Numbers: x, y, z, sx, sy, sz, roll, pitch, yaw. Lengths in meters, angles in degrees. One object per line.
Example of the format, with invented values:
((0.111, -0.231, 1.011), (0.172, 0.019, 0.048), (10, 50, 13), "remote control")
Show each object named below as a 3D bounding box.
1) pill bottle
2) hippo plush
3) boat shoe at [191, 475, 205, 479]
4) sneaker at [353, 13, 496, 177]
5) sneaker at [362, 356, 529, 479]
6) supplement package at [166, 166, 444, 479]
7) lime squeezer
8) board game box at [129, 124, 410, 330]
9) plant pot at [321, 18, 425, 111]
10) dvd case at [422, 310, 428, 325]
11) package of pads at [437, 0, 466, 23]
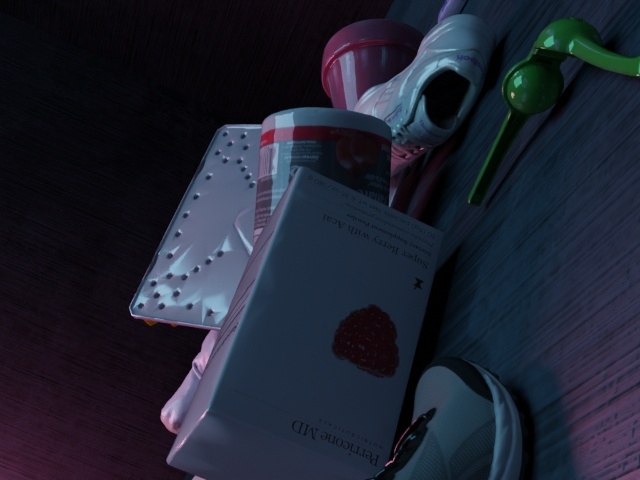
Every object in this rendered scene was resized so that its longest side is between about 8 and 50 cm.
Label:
((0.000, 0.000, 1.162), (0.176, 0.177, 0.318), (147, 127, -79), "pill bottle")
((-0.095, 0.247, 1.440), (0.237, 0.234, 0.294), (16, 88, 58), "hippo plush")
((-0.217, 0.542, 1.603), (0.114, 0.091, 0.302), (-25, 32, 43), "boat shoe")
((0.121, -0.171, 1.223), (0.305, 0.114, 0.152), (-51, 17, 41), "sneaker")
((0.063, 0.165, 0.559), (0.271, 0.108, 0.100), (-72, 6, -54), "sneaker")
((-0.010, 0.108, 0.915), (0.175, 0.178, 0.292), (126, 166, -54), "supplement package")
((0.206, -0.126, 0.786), (0.310, 0.059, 0.109), (134, 129, -68), "lime squeezer")
((-0.068, -0.018, 1.408), (0.050, 0.390, 0.389), (55, -131, -47), "board game box")
((0.099, -0.255, 1.561), (0.201, 0.201, 0.180), (122, 155, -55), "plant pot")
((0.054, 0.177, 1.011), (0.221, 0.018, 0.164), (-66, 7, -7), "dvd case")
((0.247, -0.437, 1.643), (0.050, 0.032, 0.083), (-78, 13, -51), "package of pads")
